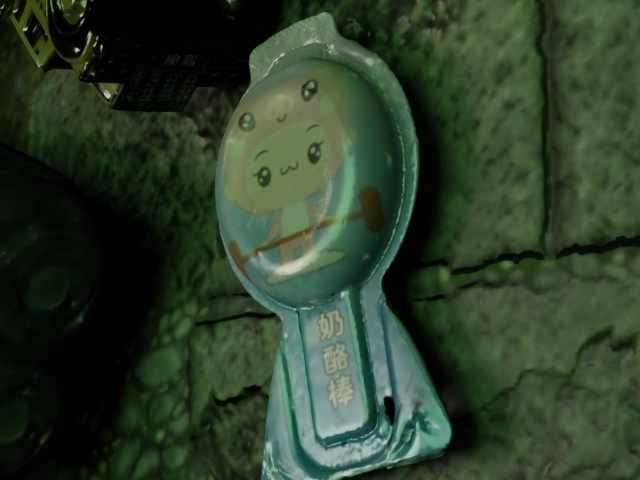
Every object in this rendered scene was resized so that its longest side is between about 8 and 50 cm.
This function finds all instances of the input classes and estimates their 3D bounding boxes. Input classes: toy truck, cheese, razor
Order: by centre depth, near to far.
[{"bbox_3d":[0.000,0.000,0.700,0.135,0.052,0.245,-23,66,36],"label":"cheese"},{"bbox_3d":[-0.141,-0.174,0.824,0.257,0.127,0.127,55,131,34],"label":"toy truck"},{"bbox_3d":[-0.248,0.015,0.877,0.327,0.107,0.189,28,101,47],"label":"razor"}]
